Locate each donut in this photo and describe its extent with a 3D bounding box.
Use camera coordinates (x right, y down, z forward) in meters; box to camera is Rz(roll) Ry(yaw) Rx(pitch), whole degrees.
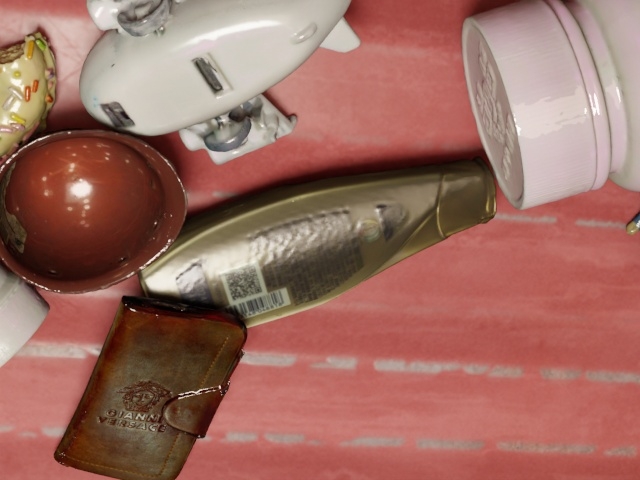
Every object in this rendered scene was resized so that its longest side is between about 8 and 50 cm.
[{"bbox_3d":[-0.314,-0.116,0.967,0.165,0.065,0.108,-15,111,-3],"label":"donut"}]

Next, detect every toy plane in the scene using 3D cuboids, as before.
[{"bbox_3d":[-0.092,-0.178,0.944,0.266,0.123,0.267,-7,134,-7],"label":"toy plane"}]

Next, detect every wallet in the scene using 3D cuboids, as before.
[{"bbox_3d":[-0.164,0.153,1.052,0.137,0.031,0.255,15,129,-18],"label":"wallet"}]

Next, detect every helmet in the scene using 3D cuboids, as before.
[{"bbox_3d":[-0.214,-0.044,0.985,0.175,0.106,0.155,-15,116,-7],"label":"helmet"}]

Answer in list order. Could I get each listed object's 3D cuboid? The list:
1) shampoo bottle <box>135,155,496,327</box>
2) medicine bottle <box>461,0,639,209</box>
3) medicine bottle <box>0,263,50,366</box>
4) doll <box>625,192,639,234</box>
[{"bbox_3d":[0.000,0.000,1.046,0.350,0.084,0.126,-19,119,-3],"label":"shampoo bottle"},{"bbox_3d":[0.335,-0.165,0.971,0.378,0.213,0.214,-16,110,-1],"label":"medicine bottle"},{"bbox_3d":[-0.378,-0.010,0.943,0.111,0.161,0.296,-39,111,7],"label":"medicine bottle"},{"bbox_3d":[0.363,-0.012,1.101,0.179,0.102,0.089,51,56,-19],"label":"doll"}]
